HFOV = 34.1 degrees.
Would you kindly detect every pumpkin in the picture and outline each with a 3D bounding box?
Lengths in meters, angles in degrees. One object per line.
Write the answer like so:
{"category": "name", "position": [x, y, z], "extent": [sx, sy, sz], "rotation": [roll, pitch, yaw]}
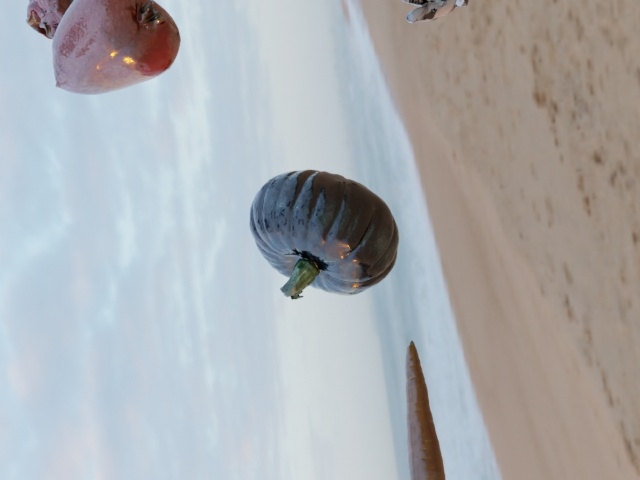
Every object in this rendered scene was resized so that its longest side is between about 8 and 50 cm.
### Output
{"category": "pumpkin", "position": [0.005, -0.011, 1.310], "extent": [0.194, 0.194, 0.150], "rotation": [80, -175, -47]}

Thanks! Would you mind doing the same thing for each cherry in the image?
{"category": "cherry", "position": [-0.194, -0.194, 0.976], "extent": [0.087, 0.126, 0.106], "rotation": [-90, -17, -48]}

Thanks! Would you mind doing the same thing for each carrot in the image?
{"category": "carrot", "position": [0.127, 0.230, 1.318], "extent": [0.048, 0.048, 0.216], "rotation": [77, -173, -67]}

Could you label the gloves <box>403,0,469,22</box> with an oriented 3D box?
{"category": "gloves", "position": [0.189, -0.409, 1.588], "extent": [0.212, 0.127, 0.111], "rotation": [-59, -10, -9]}

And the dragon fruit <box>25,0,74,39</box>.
{"category": "dragon fruit", "position": [-0.422, -0.378, 1.720], "extent": [0.317, 0.152, 0.205], "rotation": [45, -147, -30]}
